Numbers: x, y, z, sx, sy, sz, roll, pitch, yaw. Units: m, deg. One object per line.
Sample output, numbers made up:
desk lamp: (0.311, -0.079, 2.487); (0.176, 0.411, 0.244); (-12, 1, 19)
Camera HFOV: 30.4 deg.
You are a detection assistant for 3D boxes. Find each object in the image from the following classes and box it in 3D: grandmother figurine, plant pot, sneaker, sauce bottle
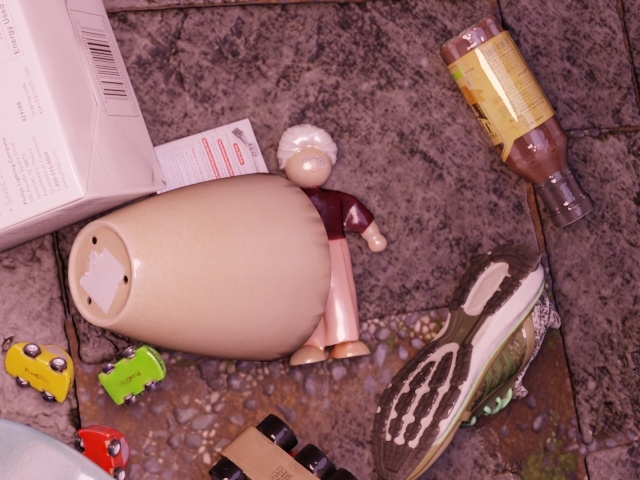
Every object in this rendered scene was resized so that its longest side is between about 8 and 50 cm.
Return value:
grandmother figurine: (0.000, 0.000, 1.703); (0.208, 0.104, 0.342); (-6, 86, -30)
plant pot: (-0.365, 0.351, 1.418); (0.252, 0.248, 0.247); (41, 72, 4)
plant pot: (-0.170, 0.039, 1.493); (0.274, 0.256, 0.256); (-2, 81, -49)
sneaker: (0.240, 0.210, 1.744); (0.182, 0.158, 0.410); (45, 73, -27)
sauce bottle: (0.312, -0.182, 1.841); (0.111, 0.111, 0.344); (-31, 92, -22)

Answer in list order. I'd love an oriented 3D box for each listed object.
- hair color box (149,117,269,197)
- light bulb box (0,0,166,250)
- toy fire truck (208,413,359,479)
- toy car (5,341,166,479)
hair color box: (-0.167, -0.103, 1.680); (0.167, 0.053, 0.093); (-19, 87, -21)
light bulb box: (-0.435, -0.160, 1.410); (0.361, 0.225, 0.358); (-19, 88, 17)
toy fire truck: (-0.007, 0.371, 1.613); (0.158, 0.217, 0.246); (-41, 138, -22)
toy car: (-0.274, 0.194, 1.528); (0.239, 0.225, 0.053); (55, 31, -4)
